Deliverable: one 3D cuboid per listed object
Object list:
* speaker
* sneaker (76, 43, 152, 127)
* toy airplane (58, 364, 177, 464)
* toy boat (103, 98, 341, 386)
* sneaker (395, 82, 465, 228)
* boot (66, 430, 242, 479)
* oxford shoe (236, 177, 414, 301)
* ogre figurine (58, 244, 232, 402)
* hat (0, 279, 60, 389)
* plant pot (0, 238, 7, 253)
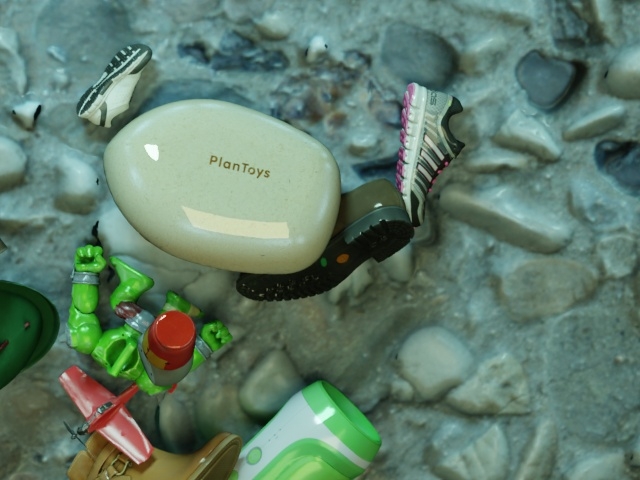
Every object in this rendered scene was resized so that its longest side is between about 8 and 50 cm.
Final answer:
[{"bbox_3d":[-0.068,0.305,1.979,0.296,0.131,0.131,-45,110,6],"label":"speaker"},{"bbox_3d":[-0.222,-0.172,1.842,0.109,0.040,0.044,-46,126,10],"label":"sneaker"},{"bbox_3d":[-0.229,0.185,1.928,0.151,0.151,0.028,-4,149,-9],"label":"toy airplane"},{"bbox_3d":[-0.131,0.001,1.829,0.267,0.148,0.318,19,70,-4],"label":"toy boat"},{"bbox_3d":[0.128,-0.095,1.913,0.075,0.063,0.170,4,103,-5],"label":"sneaker"},{"bbox_3d":[-0.198,0.258,1.937,0.197,0.152,0.073,-45,152,1],"label":"boot"},{"bbox_3d":[0.000,0.000,1.919,0.227,0.096,0.083,-26,144,17],"label":"oxford shoe"},{"bbox_3d":[-0.213,0.099,1.897,0.197,0.097,0.118,35,83,-30],"label":"ogre figurine"},{"bbox_3d":[-0.369,0.161,1.810,0.208,0.183,0.173,7,130,-30],"label":"hat"},{"bbox_3d":[-0.483,-0.037,1.761,0.215,0.215,0.230,-29,97,0],"label":"plant pot"}]
